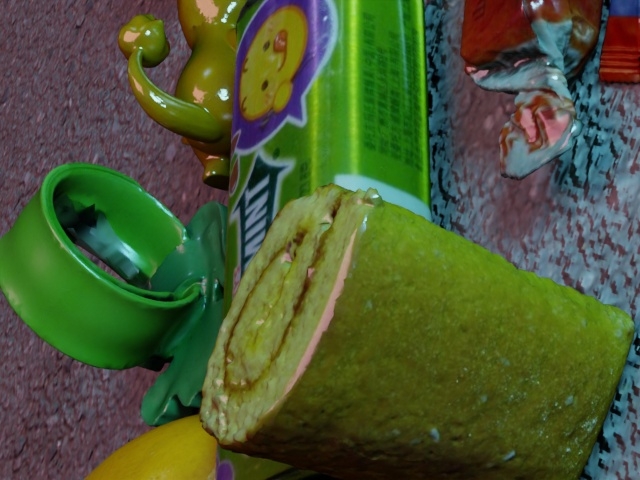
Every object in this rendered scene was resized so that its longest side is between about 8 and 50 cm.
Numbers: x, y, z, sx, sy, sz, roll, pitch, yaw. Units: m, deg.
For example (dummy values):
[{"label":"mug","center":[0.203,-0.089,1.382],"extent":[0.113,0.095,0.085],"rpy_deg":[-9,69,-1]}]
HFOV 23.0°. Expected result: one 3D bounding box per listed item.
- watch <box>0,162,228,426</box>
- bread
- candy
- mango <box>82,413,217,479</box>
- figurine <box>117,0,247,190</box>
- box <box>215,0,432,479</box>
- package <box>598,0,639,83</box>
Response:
[{"label":"watch","center":[-0.129,0.026,1.041],"extent":[0.131,0.152,0.165],"rpy_deg":[-47,35,27]},{"label":"bread","center":[0.045,0.057,0.724],"extent":[0.103,0.172,0.132],"rpy_deg":[29,95,59]},{"label":"candy","center":[0.118,-0.161,0.852],"extent":[0.086,0.059,0.292],"rpy_deg":[-33,44,56]},{"label":"mango","center":[-0.100,0.190,0.941],"extent":[0.219,0.112,0.145],"rpy_deg":[-50,33,8]},{"label":"figurine","center":[-0.084,-0.131,1.092],"extent":[0.121,0.122,0.176],"rpy_deg":[-42,40,41]},{"label":"box","center":[0.000,0.000,0.903],"extent":[0.134,0.097,0.346],"rpy_deg":[-33,46,43]},{"label":"package","center":[0.175,-0.175,0.771],"extent":[0.083,0.022,0.200],"rpy_deg":[-155,73,-70]}]
